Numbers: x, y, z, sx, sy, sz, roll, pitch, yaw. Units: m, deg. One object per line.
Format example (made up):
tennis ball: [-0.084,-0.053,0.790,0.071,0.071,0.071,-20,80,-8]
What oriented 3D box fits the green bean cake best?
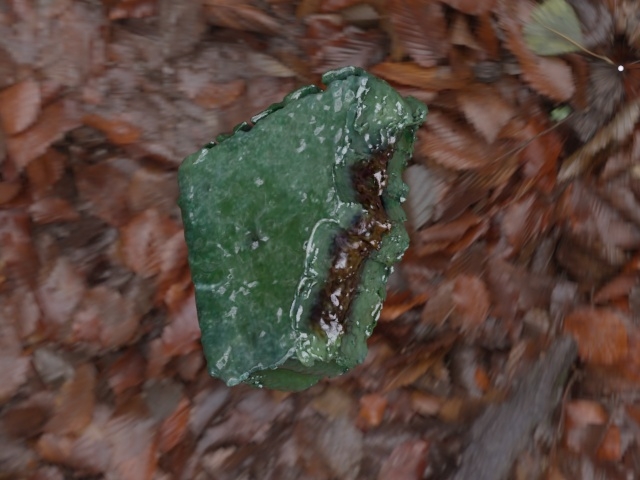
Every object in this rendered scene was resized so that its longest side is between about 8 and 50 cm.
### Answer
green bean cake: [0.000,0.000,1.194,0.193,0.107,0.208,-24,61,29]
